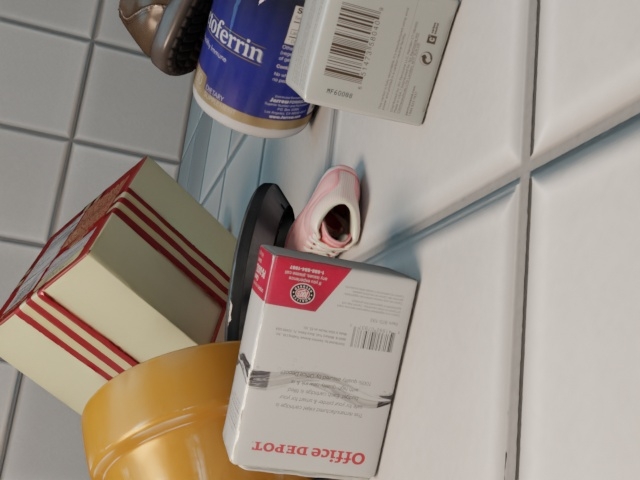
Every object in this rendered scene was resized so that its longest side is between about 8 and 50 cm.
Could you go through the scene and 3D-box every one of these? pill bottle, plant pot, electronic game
[{"bbox_3d":[-0.047,-0.265,0.883,0.153,0.153,0.265,-99,25,-51],"label":"pill bottle"},{"bbox_3d":[-0.085,0.217,0.647,0.205,0.205,0.188,118,142,-46],"label":"plant pot"},{"bbox_3d":[-0.063,0.055,0.793,0.229,0.048,0.229,6,-90,-84],"label":"electronic game"}]

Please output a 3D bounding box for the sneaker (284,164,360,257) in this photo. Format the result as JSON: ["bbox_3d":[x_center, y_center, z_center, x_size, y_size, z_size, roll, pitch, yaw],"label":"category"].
[{"bbox_3d":[0.000,0.000,0.719,0.070,0.051,0.134,-93,25,-56],"label":"sneaker"}]

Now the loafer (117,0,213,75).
[{"bbox_3d":[-0.140,-0.383,0.902,0.366,0.130,0.134,-60,-13,8],"label":"loafer"}]

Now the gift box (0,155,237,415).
[{"bbox_3d":[-0.234,0.103,0.963,0.255,0.258,0.276,-32,27,32],"label":"gift box"}]

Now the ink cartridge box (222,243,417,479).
[{"bbox_3d":[-0.003,0.088,0.560,0.063,0.109,0.151,-155,76,-73],"label":"ink cartridge box"}]

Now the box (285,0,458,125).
[{"bbox_3d":[0.037,-0.155,0.605,0.087,0.102,0.101,-123,46,-66],"label":"box"}]
